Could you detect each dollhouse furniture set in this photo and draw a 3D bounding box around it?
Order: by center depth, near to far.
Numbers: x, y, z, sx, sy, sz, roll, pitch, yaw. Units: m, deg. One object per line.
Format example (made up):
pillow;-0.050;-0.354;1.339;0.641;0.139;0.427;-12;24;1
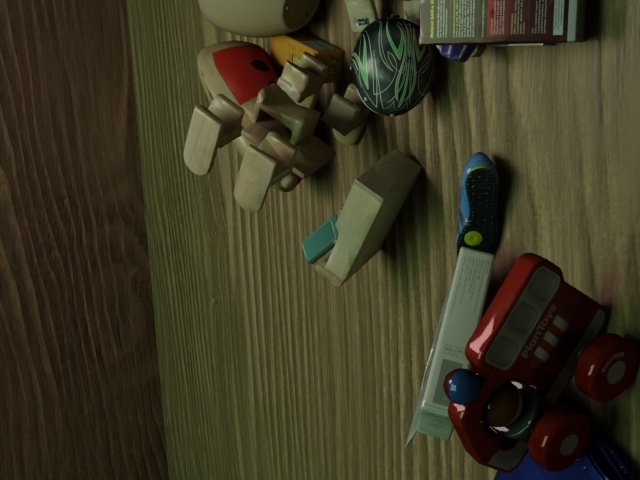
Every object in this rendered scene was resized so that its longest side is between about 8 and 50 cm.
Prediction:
dollhouse furniture set;-0.029;-0.140;1.670;0.394;0.362;0.257;37;134;14

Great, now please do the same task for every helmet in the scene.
helmet;0.135;-0.322;1.494;0.162;0.169;0.170;-108;25;-53

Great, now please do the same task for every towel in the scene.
towel;0.386;0.413;1.325;0.228;0.076;0.308;-121;34;-48

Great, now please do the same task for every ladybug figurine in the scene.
ladybug figurine;-0.141;-0.314;1.943;0.161;0.305;0.449;-34;66;12

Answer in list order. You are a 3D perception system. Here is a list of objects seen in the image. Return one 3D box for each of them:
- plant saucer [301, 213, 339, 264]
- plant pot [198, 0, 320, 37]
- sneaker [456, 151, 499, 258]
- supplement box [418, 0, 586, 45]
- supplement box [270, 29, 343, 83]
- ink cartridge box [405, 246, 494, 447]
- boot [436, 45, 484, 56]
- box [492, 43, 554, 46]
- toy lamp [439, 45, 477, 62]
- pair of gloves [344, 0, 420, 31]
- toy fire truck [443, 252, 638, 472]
plant saucer;0.000;0.000;1.992;0.192;0.018;0.067;-39;63;58
plant pot;-0.110;-0.572;1.816;0.191;0.284;0.284;36;132;24
sneaker;0.277;-0.055;1.420;0.082;0.069;0.209;-80;-9;-58
supplement box;0.270;-0.358;1.203;0.239;0.073;0.130;7;105;27
supplement box;-0.035;-0.432;1.878;0.233;0.080;0.078;45;136;51
ink cartridge box;0.225;0.200;1.406;0.261;0.066;0.296;88;-161;-61
boot;0.223;-0.393;1.393;0.059;0.084;0.158;-39;61;61
box;0.325;-0.347;1.272;0.136;0.028;0.081;23;117;61
toy lamp;0.257;-0.421;1.281;0.080;0.080;0.275;46;126;48
pair of gloves;0.115;-0.503;1.524;0.240;0.042;0.204;3;128;50
toy fire truck;0.294;0.187;1.181;0.302;0.253;0.169;-58;36;4
